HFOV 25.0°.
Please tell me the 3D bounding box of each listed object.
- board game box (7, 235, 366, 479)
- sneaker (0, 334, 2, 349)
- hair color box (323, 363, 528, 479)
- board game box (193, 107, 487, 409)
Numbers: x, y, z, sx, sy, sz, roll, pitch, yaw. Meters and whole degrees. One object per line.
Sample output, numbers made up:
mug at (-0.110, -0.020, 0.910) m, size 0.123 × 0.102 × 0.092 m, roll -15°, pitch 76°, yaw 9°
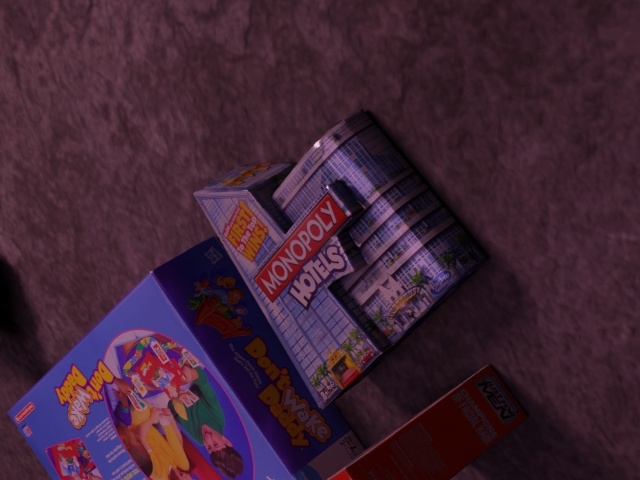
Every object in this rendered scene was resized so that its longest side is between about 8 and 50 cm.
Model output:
board game box at (-0.134, 0.176, 1.312) m, size 0.233 × 0.078 × 0.347 m, roll 55°, pitch 139°, yaw 4°
sneaker at (-0.447, 0.019, 1.519) m, size 0.293 × 0.102 × 0.146 m, roll 18°, pitch 121°, yaw 31°
hair color box at (0.063, 0.161, 1.041) m, size 0.053 × 0.167 × 0.093 m, roll 54°, pitch 139°, yaw 7°
board game box at (0.000, 0.000, 1.088) m, size 0.194 × 0.060 × 0.194 m, roll 50°, pitch 138°, yaw 9°
